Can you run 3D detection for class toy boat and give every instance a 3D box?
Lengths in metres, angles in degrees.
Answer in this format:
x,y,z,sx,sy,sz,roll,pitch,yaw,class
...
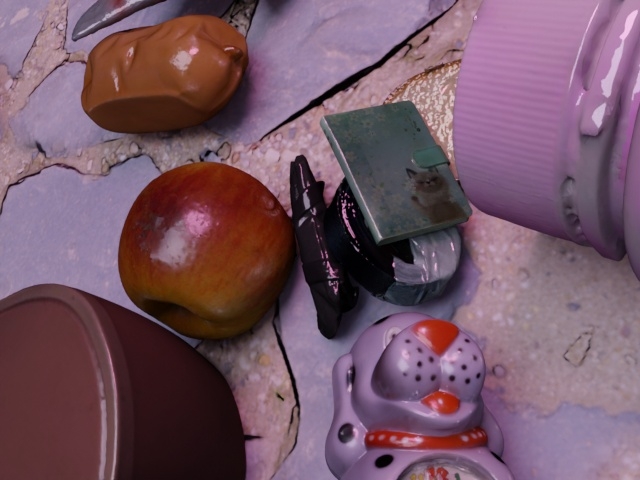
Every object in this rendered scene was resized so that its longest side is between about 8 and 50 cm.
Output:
x,y,z,sx,sy,sz,roll,pitch,yaw,class
-0.181,-0.328,0.928,0.282,0.096,0.206,-27,45,6,toy boat

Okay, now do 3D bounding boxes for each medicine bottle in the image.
x,y,z,sx,sy,sz,roll,pitch,yaw,class
0.277,-0.076,0.492,0.325,0.256,0.256,21,85,39,medicine bottle

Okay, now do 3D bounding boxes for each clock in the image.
x,y,z,sx,sy,sz,roll,pitch,yaw,class
0.079,0.167,0.595,0.189,0.189,0.254,-19,56,25,clock

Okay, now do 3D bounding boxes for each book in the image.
x,y,z,sx,sy,sz,roll,pitch,yaw,class
0.070,-0.066,0.682,0.103,0.017,0.135,-14,65,-21,book

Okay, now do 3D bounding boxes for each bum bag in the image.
x,y,z,sx,sy,sz,roll,pitch,yaw,class
0.000,0.000,0.751,0.049,0.087,0.197,-11,64,-6,bum bag

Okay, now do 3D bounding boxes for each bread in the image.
x,y,z,sx,sy,sz,roll,pitch,yaw,class
0.125,-0.106,0.729,0.129,0.044,0.126,-10,75,26,bread

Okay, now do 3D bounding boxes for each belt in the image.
x,y,z,sx,sy,sz,roll,pitch,yaw,class
0.066,-0.005,0.691,0.105,0.058,0.140,-27,70,-24,belt

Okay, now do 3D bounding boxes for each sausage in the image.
x,y,z,sx,sy,sz,roll,pitch,yaw,class
-0.189,-0.200,0.908,0.241,0.120,0.136,4,68,36,sausage

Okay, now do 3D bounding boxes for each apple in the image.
x,y,z,sx,sy,sz,roll,pitch,yaw,class
-0.123,0.004,0.788,0.195,0.160,0.173,6,54,27,apple

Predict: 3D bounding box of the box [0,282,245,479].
x,y,z,sx,sy,sz,roll,pitch,yaw,class
-0.231,0.209,0.731,0.301,0.216,0.301,-11,67,27,box
